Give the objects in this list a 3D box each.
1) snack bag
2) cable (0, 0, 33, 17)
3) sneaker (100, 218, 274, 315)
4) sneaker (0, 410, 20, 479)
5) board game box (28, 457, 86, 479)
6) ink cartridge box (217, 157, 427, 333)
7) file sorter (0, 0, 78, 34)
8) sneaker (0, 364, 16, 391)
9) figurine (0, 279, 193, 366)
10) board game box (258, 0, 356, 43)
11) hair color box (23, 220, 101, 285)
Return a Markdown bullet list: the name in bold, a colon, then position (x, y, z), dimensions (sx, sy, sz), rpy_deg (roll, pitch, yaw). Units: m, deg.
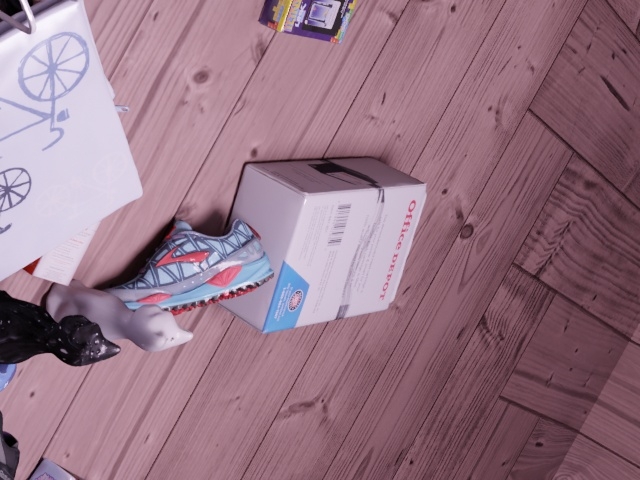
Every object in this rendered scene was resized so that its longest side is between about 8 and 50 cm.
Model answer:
- **snack bag**: position (-0.369, -0.092, 1.727), dimensions (0.323, 0.037, 0.343), rpy_deg (-34, 141, -17)
- **cable**: position (-0.386, -0.241, 1.634), dimensions (0.150, 0.047, 0.184), rpy_deg (-43, 144, -25)
- **sneaker**: position (-0.201, 0.039, 2.071), dimensions (0.261, 0.125, 0.104), rpy_deg (-15, 172, -28)
- **sneaker**: position (-0.430, 0.321, 1.947), dimensions (0.124, 0.107, 0.283), rpy_deg (-50, 153, -34)
- **board game box**: position (-0.393, 0.506, 2.170), dimensions (0.318, 0.066, 0.319), rpy_deg (-55, 147, -9)
- **ink cartridge box**: position (0.000, 0.000, 2.258), dimensions (0.307, 0.129, 0.223), rpy_deg (-7, 119, -51)
- **file sorter**: position (-0.397, -0.261, 1.450), dimensions (0.277, 0.173, 0.193), rpy_deg (-37, 135, -22)
- **sneaker**: position (-0.441, 0.169, 1.865), dimensions (0.144, 0.053, 0.059), rpy_deg (-29, 133, -41)
- **figurine**: position (-0.294, 0.112, 1.861), dimensions (0.215, 0.209, 0.092), rpy_deg (-7, 102, -52)
- **board game box**: position (0.000, -0.365, 2.059), dimensions (0.141, 0.048, 0.170), rpy_deg (3, 112, -52)
- **hair color box**: position (-0.323, -0.019, 1.889), dimensions (0.072, 0.043, 0.141), rpy_deg (24, 95, -56)
